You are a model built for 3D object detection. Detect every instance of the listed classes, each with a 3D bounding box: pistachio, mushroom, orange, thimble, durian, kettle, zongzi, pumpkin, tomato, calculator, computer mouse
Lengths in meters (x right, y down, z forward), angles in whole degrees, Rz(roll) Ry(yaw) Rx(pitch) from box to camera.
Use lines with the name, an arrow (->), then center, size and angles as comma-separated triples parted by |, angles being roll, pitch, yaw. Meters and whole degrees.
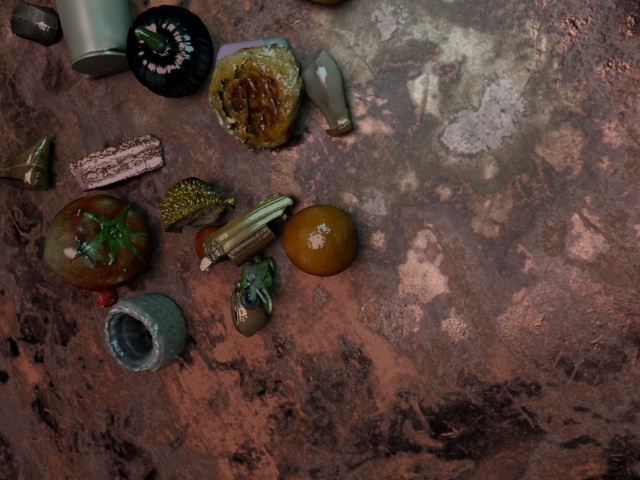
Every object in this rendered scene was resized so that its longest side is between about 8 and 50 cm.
pistachio -> -0.214, 0.202, 1.421 | 0.113, 0.113, 0.149 | -17, 92, 22
mushroom -> 0.023, -0.384, 1.271 | 0.116, 0.093, 0.225 | -29, 95, 38
orange -> 0.000, 0.000, 1.269 | 0.205, 0.206, 0.206 | 3, 98, 21
thimble -> -0.541, 0.289, 1.523 | 0.204, 0.172, 0.250 | -36, 82, 19
durian -> -0.353, -0.114, 1.391 | 0.237, 0.193, 0.138 | -15, 82, 15
kettle -> -0.684, -0.664, 1.442 | 0.264, 0.205, 0.318 | -9, 96, 19
zongzi -> -1.009, -0.275, 1.675 | 0.194, 0.099, 0.198 | 9, 89, 19
pumpkin -> -0.425, -0.522, 1.337 | 0.247, 0.248, 0.248 | 3, 98, 21
tomato -> -0.682, 0.017, 1.505 | 0.239, 0.303, 0.304 | -28, 86, 37
calculator -> -0.182, -0.482, 1.355 | 0.245, 0.045, 0.141 | 2, 98, 20
computer mouse -> -0.950, -0.719, 1.604 | 0.231, 0.071, 0.126 | 23, 104, 18

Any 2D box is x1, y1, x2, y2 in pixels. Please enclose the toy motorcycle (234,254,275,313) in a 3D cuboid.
toy motorcycle -> -0.178, 0.110, 1.386 | 0.074, 0.106, 0.190 | -34, 48, 44

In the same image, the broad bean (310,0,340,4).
broad bean -> -0.013, -0.681, 1.225 | 0.228, 0.122, 0.156 | 30, 81, 9

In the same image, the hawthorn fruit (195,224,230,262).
hawthorn fruit -> -0.304, 0.010, 1.430 | 0.127, 0.128, 0.128 | 3, 98, 21

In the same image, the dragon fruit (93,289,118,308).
dragon fruit -> -0.721, 0.192, 1.641 | 0.060, 0.056, 0.084 | 9, 98, 21

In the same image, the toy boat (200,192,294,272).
toy boat -> -0.197, -0.013, 1.344 | 0.310, 0.089, 0.115 | -33, 85, -8

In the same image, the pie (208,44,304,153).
pie -> -0.178, -0.378, 1.304 | 0.307, 0.085, 0.309 | 12, 122, 20

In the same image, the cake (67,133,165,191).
cake -> -0.626, -0.241, 1.546 | 0.295, 0.113, 0.116 | -17, 92, 9
